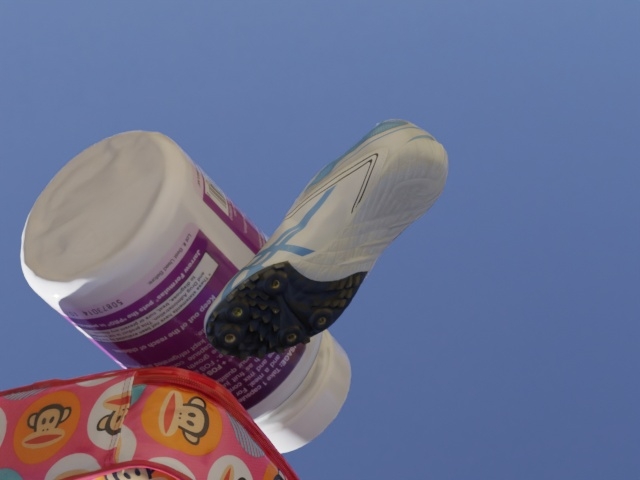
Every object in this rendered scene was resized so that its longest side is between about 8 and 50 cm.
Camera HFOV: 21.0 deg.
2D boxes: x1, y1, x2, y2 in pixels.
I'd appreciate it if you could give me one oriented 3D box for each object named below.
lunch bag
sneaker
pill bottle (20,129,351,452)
[{"bbox_3d":[-0.162,0.223,1.401,0.293,0.258,0.120,-11,-134,27],"label":"lunch bag"},{"bbox_3d":[0.000,0.000,1.346,0.237,0.085,0.086,-44,-148,-8],"label":"sneaker"},{"bbox_3d":[-0.103,0.057,1.479,0.169,0.301,0.169,-23,-137,23],"label":"pill bottle"}]
